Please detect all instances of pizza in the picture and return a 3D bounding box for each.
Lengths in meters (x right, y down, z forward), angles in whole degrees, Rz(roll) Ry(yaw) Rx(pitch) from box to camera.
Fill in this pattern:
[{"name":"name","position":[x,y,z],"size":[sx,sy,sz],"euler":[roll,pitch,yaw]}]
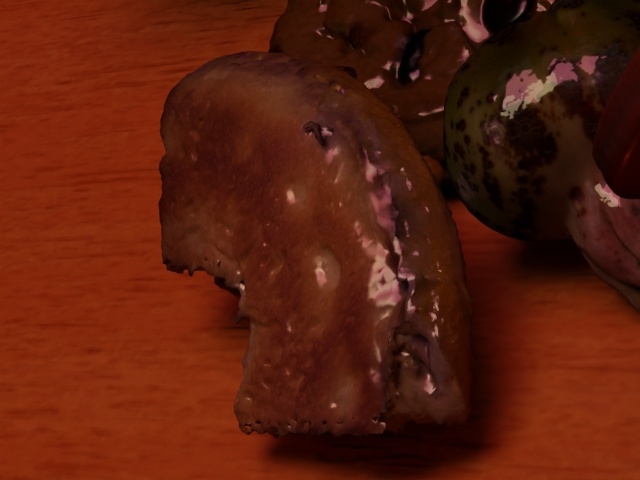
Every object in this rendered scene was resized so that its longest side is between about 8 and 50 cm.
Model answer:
[{"name":"pizza","position":[0.000,0.000,1.017],"size":[0.161,0.086,0.305],"euler":[-57,41,22]}]

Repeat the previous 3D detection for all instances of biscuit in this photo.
[{"name":"biscuit","position":[0.098,-0.145,1.152],"size":[0.296,0.075,0.296],"euler":[-20,37,16]}]

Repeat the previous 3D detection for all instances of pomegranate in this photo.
[{"name":"pomegranate","position":[0.132,-0.048,0.959],"size":[0.138,0.125,0.163],"euler":[-19,35,-3]}]

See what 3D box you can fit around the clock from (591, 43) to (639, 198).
[{"name":"clock","position":[0.230,-0.134,0.797],"size":[0.318,0.318,0.080],"euler":[-38,76,-9]}]
